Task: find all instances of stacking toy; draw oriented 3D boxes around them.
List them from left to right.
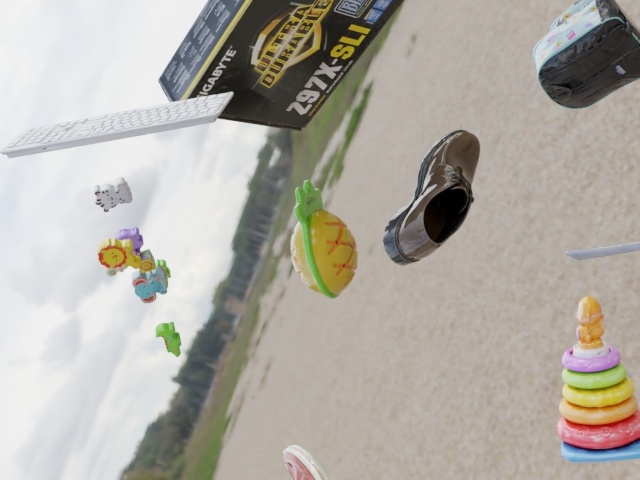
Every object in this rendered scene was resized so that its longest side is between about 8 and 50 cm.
[{"bbox_3d":[-0.256,0.039,1.349,0.167,0.052,0.221,-110,0,-51],"label":"stacking toy"},{"bbox_3d":[0.505,0.247,1.767,0.175,0.166,0.301,-42,-57,-69],"label":"stacking toy"}]

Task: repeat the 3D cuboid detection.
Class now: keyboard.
[{"bbox_3d":[-0.223,-0.128,1.053,0.072,0.256,0.014,-77,-24,-57],"label":"keyboard"}]

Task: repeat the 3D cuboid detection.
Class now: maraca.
[{"bbox_3d":[0.000,0.000,1.479,0.127,0.099,0.185,-52,-54,-66],"label":"maraca"}]

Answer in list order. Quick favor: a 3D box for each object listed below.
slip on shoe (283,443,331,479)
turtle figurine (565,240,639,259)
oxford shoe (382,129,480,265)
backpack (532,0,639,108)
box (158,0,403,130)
[{"bbox_3d":[-0.005,0.443,1.537,0.101,0.123,0.331,-30,32,-5],"label":"slip on shoe"},{"bbox_3d":[0.435,-0.067,0.943,0.198,0.266,0.274,-31,-35,-47],"label":"turtle figurine"},{"bbox_3d":[0.172,-0.063,1.267,0.096,0.083,0.227,-21,35,52],"label":"oxford shoe"},{"bbox_3d":[0.476,-0.333,1.716,0.188,0.166,0.144,-39,38,26],"label":"backpack"},{"bbox_3d":[-0.044,-0.305,1.379,0.257,0.079,0.322,1,-41,-47],"label":"box"}]
